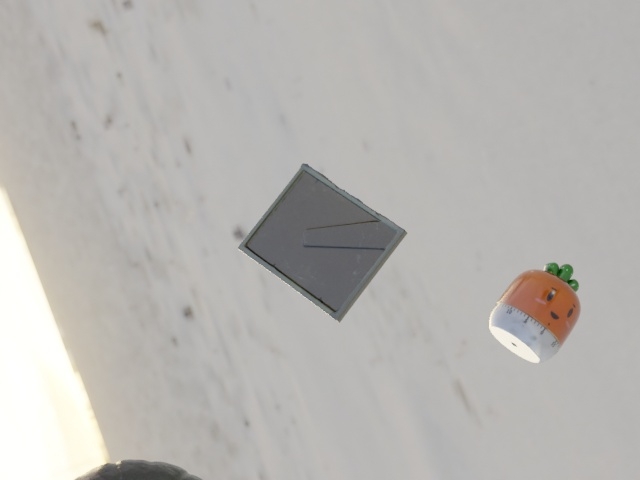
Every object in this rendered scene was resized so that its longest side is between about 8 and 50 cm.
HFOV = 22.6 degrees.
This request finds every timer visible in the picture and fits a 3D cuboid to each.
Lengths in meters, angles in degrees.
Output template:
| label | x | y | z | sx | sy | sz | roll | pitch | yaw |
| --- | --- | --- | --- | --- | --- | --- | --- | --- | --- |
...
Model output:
| label | x | y | z | sx | sy | sz | roll | pitch | yaw |
| --- | --- | --- | --- | --- | --- | --- | --- | --- | --- |
| timer | 0.272 | 0.082 | 1.953 | 0.099 | 0.136 | 0.136 | 44 | 179 | -6 |

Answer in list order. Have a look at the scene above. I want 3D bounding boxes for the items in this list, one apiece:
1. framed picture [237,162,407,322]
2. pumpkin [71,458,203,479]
| label | x | y | z | sx | sy | sz | roll | pitch | yaw |
| --- | --- | --- | --- | --- | --- | --- | --- | --- | --- |
| framed picture | 0.000 | 0.000 | 1.551 | 0.149 | 0.109 | 0.011 | 35 | 176 | 36 |
| pumpkin | -0.214 | 0.379 | 1.872 | 0.216 | 0.249 | 0.250 | 68 | 180 | -59 |
